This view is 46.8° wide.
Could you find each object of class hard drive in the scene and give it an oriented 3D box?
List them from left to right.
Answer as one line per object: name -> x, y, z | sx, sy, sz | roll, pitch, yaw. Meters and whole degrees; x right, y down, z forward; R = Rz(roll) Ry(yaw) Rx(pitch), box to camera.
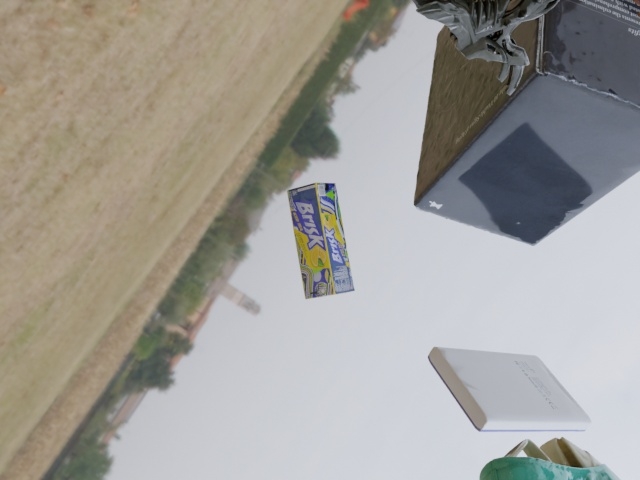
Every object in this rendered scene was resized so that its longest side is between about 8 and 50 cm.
hard drive -> 0.403, 0.317, 1.572 | 0.040, 0.319, 0.210 | -62, -143, 25

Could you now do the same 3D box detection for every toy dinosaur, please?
toy dinosaur -> 0.180, -0.242, 0.579 | 0.218, 0.322, 0.164 | -44, 165, 20

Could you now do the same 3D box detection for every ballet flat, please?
ballet flat -> 0.231, 0.232, 0.714 | 0.083, 0.247, 0.087 | -34, -121, 29

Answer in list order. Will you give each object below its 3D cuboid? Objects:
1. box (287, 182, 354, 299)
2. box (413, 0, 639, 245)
box -> 0.000, 0.000, 1.110 | 0.059, 0.168, 0.054 | -13, 175, 35
box -> 0.422, -0.318, 1.413 | 0.480, 0.298, 0.471 | 127, -20, -61
